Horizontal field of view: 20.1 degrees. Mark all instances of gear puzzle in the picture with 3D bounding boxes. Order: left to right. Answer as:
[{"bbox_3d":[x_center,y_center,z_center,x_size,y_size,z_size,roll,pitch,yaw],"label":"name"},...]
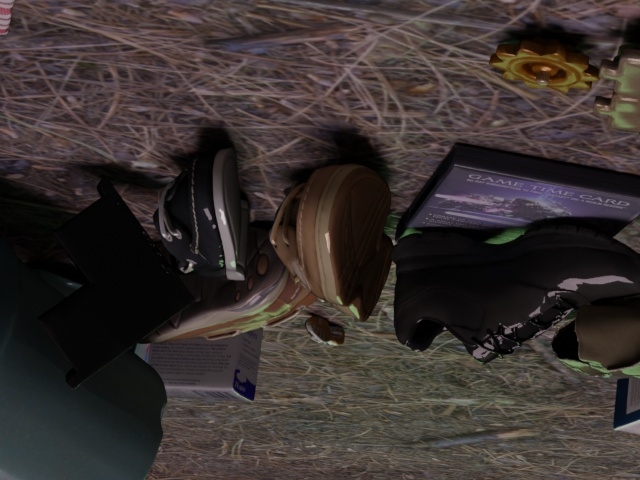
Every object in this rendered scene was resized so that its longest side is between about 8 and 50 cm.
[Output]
[{"bbox_3d":[0.300,-0.121,1.401,0.339,0.044,0.175,9,165,8],"label":"gear puzzle"}]

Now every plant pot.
[{"bbox_3d":[-0.374,0.171,2.017,0.334,0.341,0.341,38,150,-31],"label":"plant pot"}]

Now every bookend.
[{"bbox_3d":[-0.239,0.044,1.857,0.156,0.157,0.072,54,171,-6],"label":"bookend"}]

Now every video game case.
[{"bbox_3d":[0.196,-0.026,1.783,0.196,0.026,0.274,10,163,-7],"label":"video game case"}]

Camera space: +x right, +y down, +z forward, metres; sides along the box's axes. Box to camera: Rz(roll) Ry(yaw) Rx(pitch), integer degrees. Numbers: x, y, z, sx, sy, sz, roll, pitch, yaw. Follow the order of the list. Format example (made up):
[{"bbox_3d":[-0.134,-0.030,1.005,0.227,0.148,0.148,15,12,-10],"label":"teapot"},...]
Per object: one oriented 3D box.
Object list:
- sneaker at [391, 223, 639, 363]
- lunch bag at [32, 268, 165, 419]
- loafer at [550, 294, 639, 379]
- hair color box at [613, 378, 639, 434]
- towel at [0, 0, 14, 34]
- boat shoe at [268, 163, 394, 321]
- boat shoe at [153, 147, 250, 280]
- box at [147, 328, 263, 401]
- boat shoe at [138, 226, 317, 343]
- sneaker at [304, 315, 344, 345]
[{"bbox_3d":[0.198,0.058,1.796,0.286,0.130,0.109,-6,157,36],"label":"sneaker"},{"bbox_3d":[-0.301,0.171,2.319,0.262,0.223,0.160,20,166,-33],"label":"lunch bag"},{"bbox_3d":[0.336,0.116,2.069,0.087,0.094,0.251,7,164,-13],"label":"loafer"},{"bbox_3d":[0.560,0.204,2.240,0.347,0.105,0.174,12,163,-12],"label":"hair color box"},{"bbox_3d":[-0.306,-0.211,1.400,0.144,0.029,0.197,11,166,-11],"label":"towel"},{"bbox_3d":[0.000,0.000,1.789,0.110,0.122,0.341,22,166,11],"label":"boat shoe"},{"bbox_3d":[-0.122,-0.017,1.806,0.091,0.114,0.302,2,163,1],"label":"boat shoe"},{"bbox_3d":[-0.142,0.126,2.246,0.126,0.137,0.072,1,163,23],"label":"box"},{"bbox_3d":[-0.123,0.065,2.076,0.116,0.123,0.324,18,163,-39],"label":"boat shoe"},{"bbox_3d":[-0.003,0.121,2.352,0.037,0.032,0.083,-3,160,31],"label":"sneaker"}]
